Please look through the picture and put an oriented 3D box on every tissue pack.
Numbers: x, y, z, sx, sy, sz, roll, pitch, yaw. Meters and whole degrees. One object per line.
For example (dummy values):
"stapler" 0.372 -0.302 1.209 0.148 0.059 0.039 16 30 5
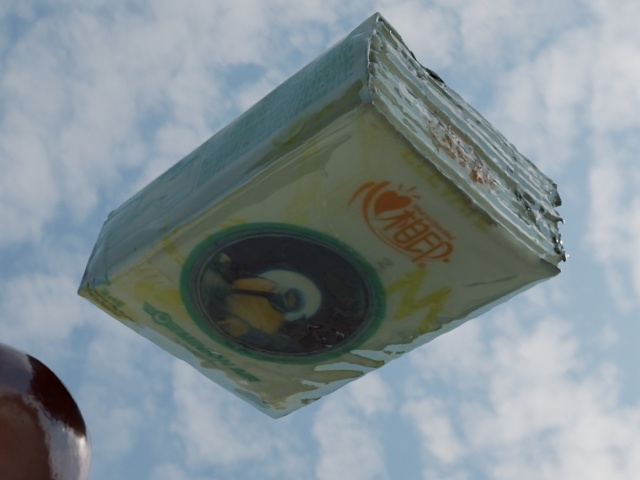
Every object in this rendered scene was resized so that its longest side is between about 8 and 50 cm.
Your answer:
"tissue pack" 0.000 0.000 1.095 0.388 0.162 0.287 -32 -55 33

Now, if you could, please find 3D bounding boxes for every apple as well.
"apple" -0.288 0.181 0.859 0.234 0.234 0.234 -5 -66 -12
